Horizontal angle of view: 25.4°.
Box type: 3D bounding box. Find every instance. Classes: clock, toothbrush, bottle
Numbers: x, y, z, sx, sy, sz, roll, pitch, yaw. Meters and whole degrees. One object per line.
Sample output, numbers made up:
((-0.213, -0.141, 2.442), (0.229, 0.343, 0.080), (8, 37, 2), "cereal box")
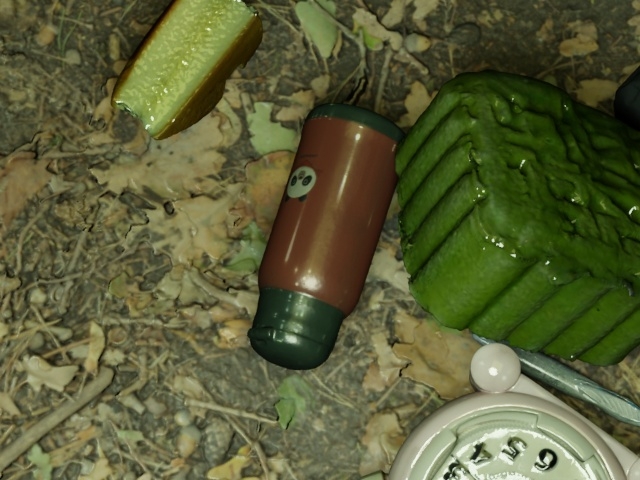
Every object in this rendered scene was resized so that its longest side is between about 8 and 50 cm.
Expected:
((0.217, 0.333, 1.689), (0.342, 0.184, 0.326), (34, 78, 15), "clock")
((0.374, 0.207, 1.805), (0.413, 0.042, 0.035), (27, 73, 10), "toothbrush")
((0.000, 0.000, 1.815), (0.144, 0.144, 0.336), (18, 73, 5), "bottle")

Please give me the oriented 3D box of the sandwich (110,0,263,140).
((-0.185, -0.237, 1.900), (0.122, 0.128, 0.235), (35, 75, 6), "sandwich")

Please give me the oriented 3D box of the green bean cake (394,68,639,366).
((0.270, -0.032, 1.711), (0.319, 0.218, 0.335), (14, 43, -25), "green bean cake")

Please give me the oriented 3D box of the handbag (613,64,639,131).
((0.581, -0.191, 1.874), (0.302, 0.178, 0.275), (-42, 62, -15), "handbag")
